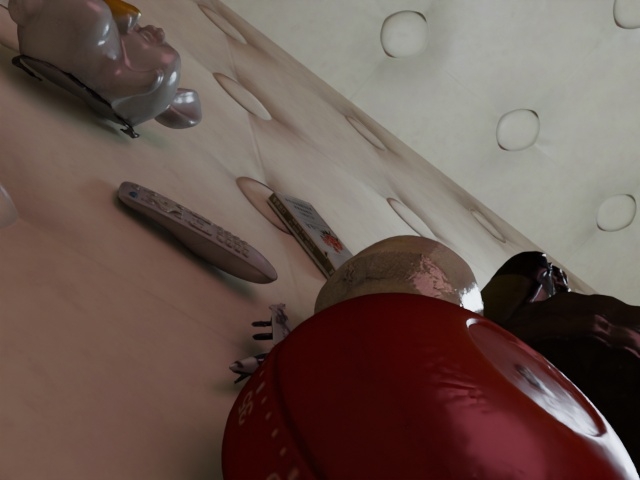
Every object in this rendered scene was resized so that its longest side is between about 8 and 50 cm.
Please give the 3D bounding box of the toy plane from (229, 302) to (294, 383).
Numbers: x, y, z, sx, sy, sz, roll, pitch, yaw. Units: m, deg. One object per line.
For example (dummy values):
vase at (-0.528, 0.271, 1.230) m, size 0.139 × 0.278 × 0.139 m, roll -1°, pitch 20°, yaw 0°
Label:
toy plane at (-0.038, 0.140, 1.091) m, size 0.234 × 0.082 × 0.160 m, roll -6°, pitch 59°, yaw -50°

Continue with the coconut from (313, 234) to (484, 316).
coconut at (0.107, 0.101, 1.274) m, size 0.224 × 0.224 × 0.234 m, roll 43°, pitch 10°, yaw 3°

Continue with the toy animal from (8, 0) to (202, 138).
toy animal at (-0.291, -0.246, 1.348) m, size 0.208 × 0.154 × 0.325 m, roll 25°, pitch -10°, yaw 16°

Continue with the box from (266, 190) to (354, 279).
box at (0.000, 0.000, 1.591) m, size 0.198 × 0.029 × 0.109 m, roll 51°, pitch 19°, yaw 29°

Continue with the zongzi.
zongzi at (0.359, 0.205, 1.575) m, size 0.317 × 0.154 × 0.289 m, roll 52°, pitch 55°, yaw -7°

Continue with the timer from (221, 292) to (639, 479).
timer at (0.101, 0.217, 0.843) m, size 0.378 × 0.279 × 0.378 m, roll 36°, pitch 16°, yaw -12°

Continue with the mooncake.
mooncake at (0.338, 0.233, 1.283) m, size 0.324 × 0.324 × 0.187 m, roll 45°, pitch 22°, yaw 11°

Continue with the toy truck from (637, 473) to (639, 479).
toy truck at (0.310, 0.368, 1.067) m, size 0.165 × 0.224 × 0.147 m, roll -103°, pitch -172°, yaw -46°

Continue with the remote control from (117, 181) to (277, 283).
remote control at (-0.155, -0.004, 1.228) m, size 0.229 × 0.044 × 0.073 m, roll 29°, pitch 16°, yaw -14°
